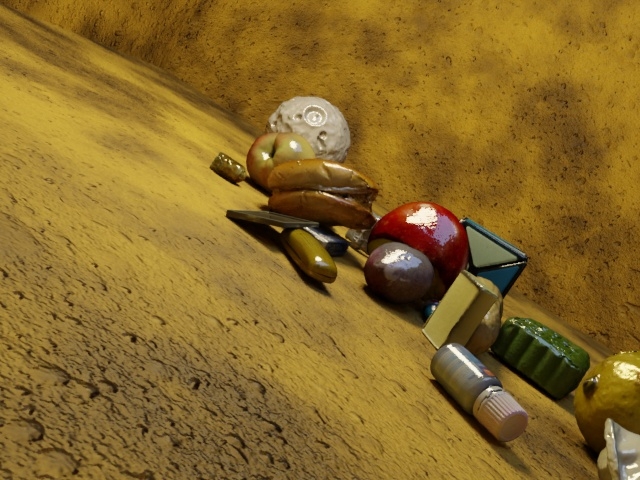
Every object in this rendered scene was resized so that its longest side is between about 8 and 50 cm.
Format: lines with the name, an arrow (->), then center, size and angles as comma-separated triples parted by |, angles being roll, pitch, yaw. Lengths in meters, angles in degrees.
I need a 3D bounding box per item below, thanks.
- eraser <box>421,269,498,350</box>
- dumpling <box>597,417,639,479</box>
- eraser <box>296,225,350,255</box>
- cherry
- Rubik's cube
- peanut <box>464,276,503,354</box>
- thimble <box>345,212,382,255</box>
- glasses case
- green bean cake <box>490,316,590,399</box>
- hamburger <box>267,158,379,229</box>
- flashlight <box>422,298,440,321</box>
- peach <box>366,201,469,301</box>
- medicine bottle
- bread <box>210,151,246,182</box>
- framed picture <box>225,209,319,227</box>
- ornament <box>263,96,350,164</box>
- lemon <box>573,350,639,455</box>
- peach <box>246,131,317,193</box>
eraser -> 0.307, 0.162, 1.575 | 0.058, 0.172, 0.117 | 29, 10, -20
dumpling -> 0.564, 0.436, 1.228 | 0.252, 0.131, 0.179 | 51, 29, -6
eraser -> 0.000, 0.000, 1.827 | 0.092, 0.046, 0.212 | 33, 10, 18
cherry -> 0.186, 0.083, 1.721 | 0.176, 0.140, 0.176 | 11, 30, -6
Rubik's cube -> 0.492, 0.091, 2.260 | 0.246, 0.250, 0.248 | 33, 8, 11
peanut -> 0.377, 0.190, 1.746 | 0.147, 0.148, 0.319 | 32, 22, 3
thimble -> 0.163, -0.014, 2.172 | 0.151, 0.118, 0.127 | 27, 11, -27
glasses case -> -0.026, 0.030, 1.559 | 0.079, 0.064, 0.234 | 18, 14, -26
green bean cake -> 0.577, 0.297, 1.848 | 0.222, 0.125, 0.248 | 36, 11, 29
hamburger -> 0.002, -0.122, 1.950 | 0.314, 0.170, 0.290 | 4, -10, 23
flashlight -> 0.280, 0.182, 1.775 | 0.051, 0.051, 0.129 | 31, 15, -1
peach -> 0.275, 0.025, 1.883 | 0.274, 0.245, 0.248 | 35, 1, 42
medicine bottle -> 0.274, 0.264, 1.246 | 0.083, 0.083, 0.203 | 25, 14, -32
bread -> -0.260, -0.205, 2.036 | 0.110, 0.060, 0.066 | 35, -19, 14
framed picture -> -0.108, -0.050, 1.666 | 0.150, 0.015, 0.203 | 12, 6, 21
ornament -> -0.047, -0.386, 2.706 | 0.337, 0.337, 0.337 | 30, 10, -6
lemon -> 0.667, 0.359, 1.456 | 0.284, 0.261, 0.260 | 7, 9, 5
peach -> -0.112, -0.232, 2.220 | 0.232, 0.232, 0.232 | 30, 10, -6
